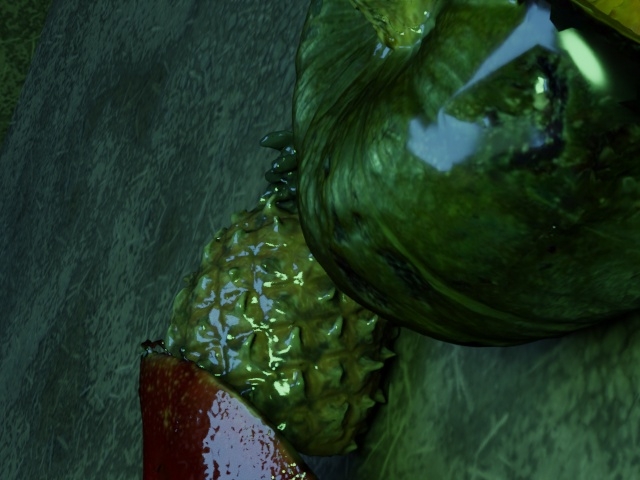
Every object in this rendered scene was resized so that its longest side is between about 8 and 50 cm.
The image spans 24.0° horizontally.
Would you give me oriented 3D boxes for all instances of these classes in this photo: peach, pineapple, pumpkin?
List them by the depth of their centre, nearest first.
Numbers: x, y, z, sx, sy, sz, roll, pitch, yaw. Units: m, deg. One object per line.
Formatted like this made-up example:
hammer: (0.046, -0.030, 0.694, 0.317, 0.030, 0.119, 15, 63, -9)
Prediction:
pumpkin: (0.072, -0.067, 0.788, 0.232, 0.242, 0.325, -54, 25, 18)
peach: (-0.053, 0.186, 0.907, 0.279, 0.068, 0.189, 53, 140, 13)
pineapple: (0.000, 0.000, 1.003, 0.158, 0.158, 0.279, 16, 85, 65)
